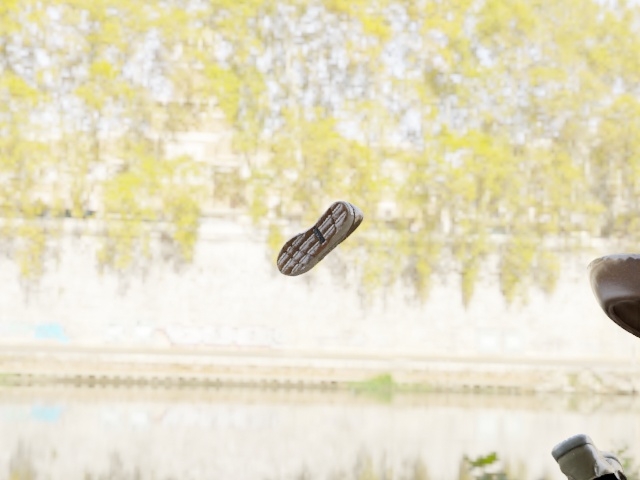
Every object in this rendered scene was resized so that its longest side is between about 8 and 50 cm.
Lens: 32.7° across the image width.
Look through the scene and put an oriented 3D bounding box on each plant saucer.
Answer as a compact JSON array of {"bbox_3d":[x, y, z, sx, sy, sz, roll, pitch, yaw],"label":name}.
[{"bbox_3d":[0.494,0.104,1.427,0.310,0.050,0.310,20,-14,5],"label":"plant saucer"}]

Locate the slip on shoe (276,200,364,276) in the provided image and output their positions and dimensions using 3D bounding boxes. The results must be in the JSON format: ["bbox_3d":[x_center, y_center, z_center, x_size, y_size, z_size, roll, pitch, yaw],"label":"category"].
[{"bbox_3d":[0.000,0.000,1.384,0.135,0.051,0.041,-46,-31,25],"label":"slip on shoe"}]

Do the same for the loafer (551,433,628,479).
[{"bbox_3d":[0.462,0.406,1.845,0.094,0.087,0.251,-33,-38,17],"label":"loafer"}]
